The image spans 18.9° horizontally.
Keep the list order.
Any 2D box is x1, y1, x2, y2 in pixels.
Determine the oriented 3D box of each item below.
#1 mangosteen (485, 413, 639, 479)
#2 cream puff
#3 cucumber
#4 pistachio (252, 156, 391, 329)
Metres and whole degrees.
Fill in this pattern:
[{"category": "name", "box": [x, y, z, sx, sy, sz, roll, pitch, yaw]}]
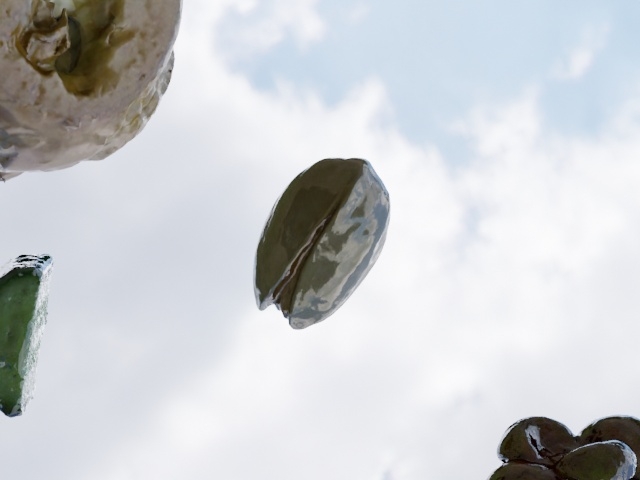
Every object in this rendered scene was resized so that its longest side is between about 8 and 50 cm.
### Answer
[{"category": "mangosteen", "box": [0.203, 0.249, 1.570, 0.210, 0.210, 0.210, -17, -143, 13]}, {"category": "cream puff", "box": [-0.291, -0.222, 1.755, 0.231, 0.343, 0.327, 6, -102, 51]}, {"category": "cucumber", "box": [-0.242, 0.068, 1.469, 0.062, 0.116, 0.115, 7, -172, -6]}, {"category": "pistachio", "box": [0.000, 0.000, 1.938, 0.124, 0.124, 0.185, 22, -97, 46]}]
